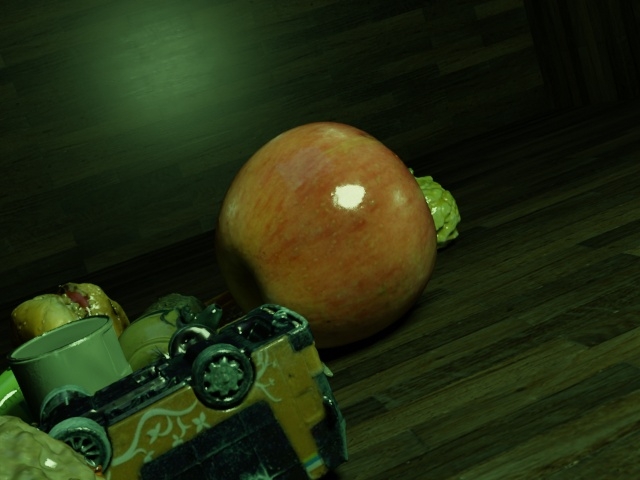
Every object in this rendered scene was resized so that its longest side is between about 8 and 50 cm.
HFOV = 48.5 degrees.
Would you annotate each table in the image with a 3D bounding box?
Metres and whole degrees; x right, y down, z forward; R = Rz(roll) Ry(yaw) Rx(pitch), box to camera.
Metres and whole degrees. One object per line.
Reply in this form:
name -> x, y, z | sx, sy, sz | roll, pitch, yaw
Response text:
table -> -0.277, 0.214, 0.865 | 0.126, 0.220, 0.126 | -17, 11, 3

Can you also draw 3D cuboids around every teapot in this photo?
teapot -> -0.225, 0.198, 1.001 | 0.269, 0.173, 0.182 | -51, 4, -3

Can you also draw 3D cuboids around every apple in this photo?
apple -> 0.000, 0.000, 1.161 | 0.364, 0.364, 0.364 | -17, 11, 3

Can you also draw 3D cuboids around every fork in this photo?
fork -> 0.002, 0.190, 1.098 | 0.016, 0.012, 0.115 | -24, 17, -10

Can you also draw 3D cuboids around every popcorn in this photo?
popcorn -> 0.208, -0.044, 1.549 | 0.187, 0.167, 0.185 | -50, 31, 16

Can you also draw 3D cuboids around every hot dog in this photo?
hot dog -> -0.174, 0.142, 1.454 | 0.115, 0.072, 0.269 | -9, 13, 42

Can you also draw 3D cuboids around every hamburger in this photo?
hamburger -> -0.432, 0.191, 1.235 | 0.244, 0.244, 0.163 | -8, 19, 43

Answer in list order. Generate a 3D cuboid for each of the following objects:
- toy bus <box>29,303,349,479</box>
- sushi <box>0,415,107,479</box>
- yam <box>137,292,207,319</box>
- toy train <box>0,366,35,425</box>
toy bus -> -0.145, 0.212, 0.747 | 0.323, 0.194, 0.162 | -25, 12, -19
sushi -> -0.208, 0.240, 0.485 | 0.350, 0.171, 0.211 | 18, 10, 28
yam -> -0.250, 0.174, 1.211 | 0.154, 0.154, 0.254 | -18, 12, 1
toy train -> -0.420, 0.262, 0.946 | 0.105, 0.157, 0.253 | -11, 27, 36
